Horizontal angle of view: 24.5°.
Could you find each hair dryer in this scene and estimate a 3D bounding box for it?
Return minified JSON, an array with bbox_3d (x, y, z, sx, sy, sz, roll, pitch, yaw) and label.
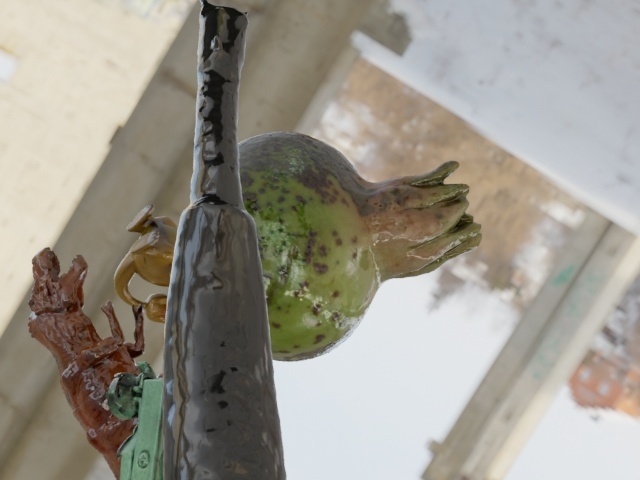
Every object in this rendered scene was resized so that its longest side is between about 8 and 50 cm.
[{"bbox_3d":[-0.033,0.093,0.487,0.120,0.359,0.304,2,161,-9],"label":"hair dryer"}]

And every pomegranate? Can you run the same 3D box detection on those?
[{"bbox_3d":[0.003,0.008,1.405,0.276,0.204,0.222,2,-120,-14],"label":"pomegranate"}]

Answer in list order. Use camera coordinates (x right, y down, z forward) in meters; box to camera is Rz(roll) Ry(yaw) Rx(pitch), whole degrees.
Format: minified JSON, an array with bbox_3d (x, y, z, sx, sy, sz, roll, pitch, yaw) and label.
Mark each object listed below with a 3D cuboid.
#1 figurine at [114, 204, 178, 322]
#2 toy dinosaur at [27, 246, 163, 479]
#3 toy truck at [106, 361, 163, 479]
[{"bbox_3d":[-0.165,0.051,1.775,0.176,0.122,0.121,27,-161,-22],"label":"figurine"},{"bbox_3d":[-0.163,0.192,1.459,0.432,0.208,0.097,71,-162,5],"label":"toy dinosaur"},{"bbox_3d":[-0.098,0.157,0.977,0.080,0.154,0.078,-9,159,43],"label":"toy truck"}]
